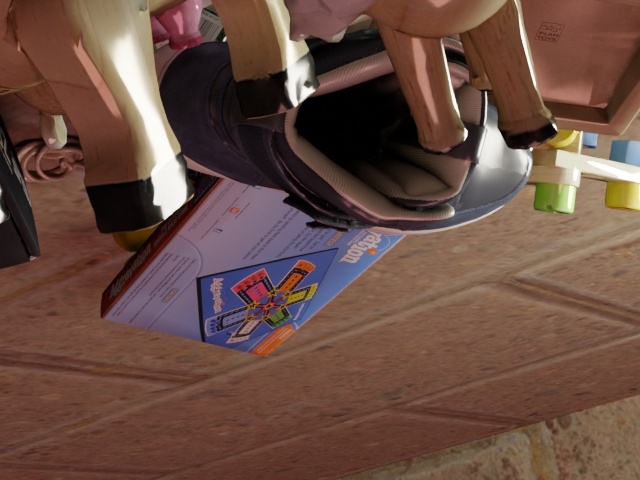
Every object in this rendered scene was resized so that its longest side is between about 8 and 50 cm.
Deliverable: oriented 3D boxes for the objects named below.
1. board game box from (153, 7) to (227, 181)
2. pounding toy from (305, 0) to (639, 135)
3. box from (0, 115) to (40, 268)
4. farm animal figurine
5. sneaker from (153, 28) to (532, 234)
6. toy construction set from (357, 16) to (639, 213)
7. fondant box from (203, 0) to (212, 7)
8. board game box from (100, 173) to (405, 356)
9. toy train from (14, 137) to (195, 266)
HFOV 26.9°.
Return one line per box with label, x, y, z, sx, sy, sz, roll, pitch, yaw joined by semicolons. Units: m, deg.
board game box;-0.109;-0.105;0.900;0.136;0.030;0.260;31;165;10
pounding toy;0.077;-0.126;0.732;0.206;0.094;0.181;7;152;-8
box;-0.407;-0.043;0.864;0.394;0.097;0.318;-13;153;-7
farm animal figurine;-0.085;-0.122;0.457;0.330;0.172;0.327;-12;-160;11
sneaker;0.048;-0.042;0.619;0.226;0.086;0.163;7;-178;-35
toy construction set;0.087;-0.101;0.933;0.215;0.151;0.327;8;165;35
fondant box;-0.016;-0.235;0.579;0.330;0.096;0.238;-22;157;29
board game box;-0.039;0.004;0.955;0.145;0.027;0.281;17;145;-24
toy train;-0.148;-0.017;1.071;0.248;0.143;0.105;-10;161;0
